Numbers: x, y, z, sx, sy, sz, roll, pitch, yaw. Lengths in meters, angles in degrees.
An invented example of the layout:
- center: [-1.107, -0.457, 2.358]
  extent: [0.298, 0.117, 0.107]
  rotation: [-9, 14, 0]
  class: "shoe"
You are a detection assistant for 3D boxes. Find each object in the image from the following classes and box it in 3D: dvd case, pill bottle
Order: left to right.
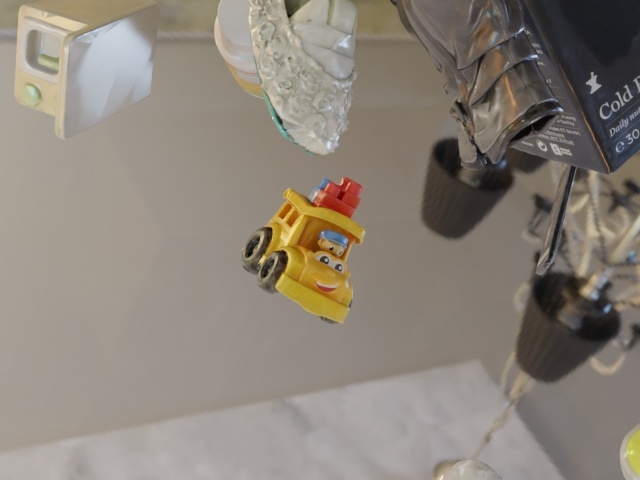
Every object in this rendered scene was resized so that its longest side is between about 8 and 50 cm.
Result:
- center: [-0.095, -0.323, 1.905]
  extent: [0.136, 0.136, 0.246]
  rotation: [34, 175, 10]
  class: "pill bottle"
- center: [0.438, -0.055, 2.181]
  extent: [0.018, 0.164, 0.221]
  rotation: [16, -99, 6]
  class: "dvd case"

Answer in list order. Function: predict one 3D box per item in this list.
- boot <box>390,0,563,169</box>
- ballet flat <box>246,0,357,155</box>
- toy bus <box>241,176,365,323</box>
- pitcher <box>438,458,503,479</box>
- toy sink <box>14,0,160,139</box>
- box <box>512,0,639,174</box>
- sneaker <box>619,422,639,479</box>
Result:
- center: [0.139, -0.192, 0.966]
  extent: [0.118, 0.338, 0.223]
  rotation: [-22, -100, -1]
  class: "boot"
- center: [-0.022, -0.305, 1.528]
  extent: [0.147, 0.147, 0.409]
  rotation: [5, -125, -26]
  class: "ballet flat"
- center: [0.000, 0.000, 1.851]
  extent: [0.149, 0.211, 0.220]
  rotation: [30, -173, -24]
  class: "toy bus"
- center: [0.138, 0.362, 1.366]
  extent: [0.125, 0.178, 0.207]
  rotation: [39, -163, -1]
  class: "pitcher"
- center: [-0.349, -0.261, 1.693]
  extent: [0.131, 0.153, 0.234]
  rotation: [20, -150, 16]
  class: "toy sink"
- center: [0.417, -0.440, 1.759]
  extent: [0.480, 0.472, 0.297]
  rotation: [-40, -153, -12]
  class: "box"
- center: [0.497, 0.199, 1.201]
  extent: [0.384, 0.147, 0.145]
  rotation: [-7, -122, 18]
  class: "sneaker"
